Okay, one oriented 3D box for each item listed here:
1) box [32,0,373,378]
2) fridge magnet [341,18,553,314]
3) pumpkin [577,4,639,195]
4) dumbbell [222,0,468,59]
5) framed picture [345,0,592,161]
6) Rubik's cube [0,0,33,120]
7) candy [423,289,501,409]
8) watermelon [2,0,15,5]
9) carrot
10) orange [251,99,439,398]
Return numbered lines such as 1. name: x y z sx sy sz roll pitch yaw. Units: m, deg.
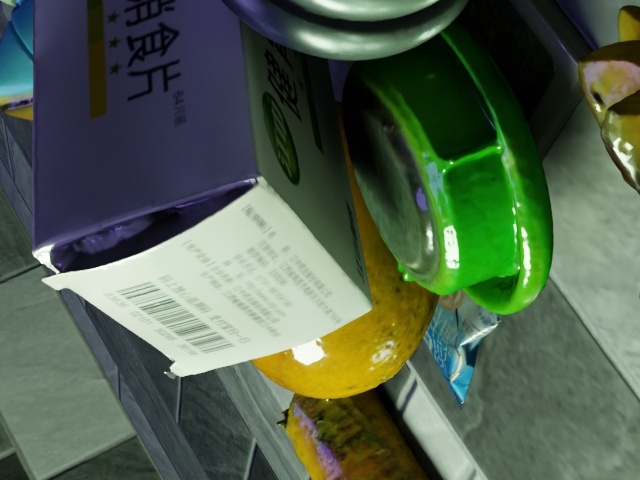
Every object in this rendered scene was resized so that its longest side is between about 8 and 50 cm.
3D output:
1. box: -0.081 -0.097 0.813 0.173 0.145 0.332 48 -152 -53
2. fridge magnet: 0.077 -0.049 0.800 0.208 0.088 0.208 159 90 -78
3. pumpkin: 0.204 0.005 0.553 0.254 0.130 0.149 44 152 41
4. dumbbell: 0.044 -0.227 0.586 0.179 0.179 0.406 61 157 10
5. framed picture: 0.055 -0.173 0.871 0.324 0.020 0.240 58 158 17
6. Rubik's cube: -0.160 -0.229 1.174 0.254 0.254 0.254 51 156 33
7. candy: 0.108 0.063 1.000 0.136 0.038 0.088 104 150 -50
8. watermelon: -0.362 -0.403 1.339 0.232 0.193 0.310 2 135 46
9. carrot: 0.058 0.252 1.240 0.301 0.114 0.114 57 159 20
10. orange: 0.000 0.000 0.975 0.240 0.171 0.240 163 90 -84
